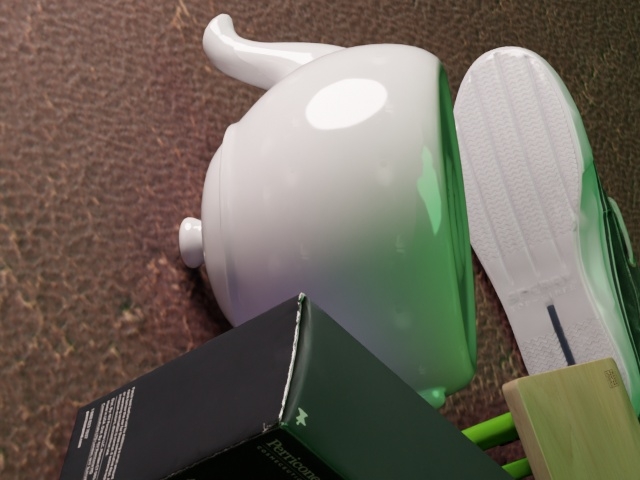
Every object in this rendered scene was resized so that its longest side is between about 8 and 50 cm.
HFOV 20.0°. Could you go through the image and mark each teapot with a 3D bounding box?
[{"bbox_3d":[0.000,0.000,1.186,0.256,0.187,0.252,-81,163,-64],"label":"teapot"}]

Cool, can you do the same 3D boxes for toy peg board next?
[{"bbox_3d":[0.186,0.185,1.394,0.161,0.079,0.161,-6,74,-55],"label":"toy peg board"}]

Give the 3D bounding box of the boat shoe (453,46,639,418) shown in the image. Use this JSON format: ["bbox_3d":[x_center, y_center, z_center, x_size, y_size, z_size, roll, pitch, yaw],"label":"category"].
[{"bbox_3d":[0.197,0.002,1.528,0.119,0.121,0.335,-14,90,-64],"label":"boat shoe"}]

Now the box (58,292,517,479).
[{"bbox_3d":[0.002,0.171,1.057,0.261,0.184,0.103,43,39,-29],"label":"box"}]
